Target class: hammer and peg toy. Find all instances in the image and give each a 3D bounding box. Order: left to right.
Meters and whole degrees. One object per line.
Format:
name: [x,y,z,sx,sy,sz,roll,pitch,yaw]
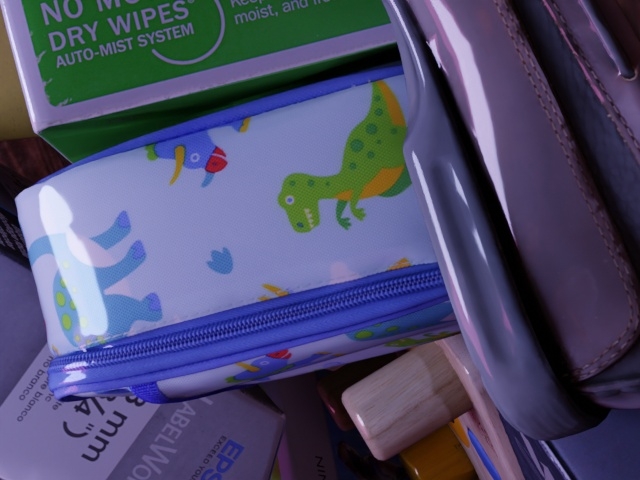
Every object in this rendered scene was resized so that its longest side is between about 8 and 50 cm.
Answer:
hammer and peg toy: [0.047,0.032,0.853,0.266,0.127,0.361,56,174,46]

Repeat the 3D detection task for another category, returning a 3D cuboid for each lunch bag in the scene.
lunch bag: [0.000,0.000,0.604,0.219,0.176,0.090,3,-107,-77]

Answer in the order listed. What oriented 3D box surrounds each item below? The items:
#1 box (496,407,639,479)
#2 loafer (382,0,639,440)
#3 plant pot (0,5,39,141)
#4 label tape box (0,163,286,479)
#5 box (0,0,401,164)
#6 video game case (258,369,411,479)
box: [0.134,0.100,0.514,0.156,0.093,0.158,57,176,39]
loafer: [0.053,-0.084,0.443,0.096,0.084,0.268,-27,-81,-66]
plant pot: [-0.143,-0.156,0.884,0.212,0.212,0.187,-134,37,-73]
label tape box: [-0.133,0.058,0.923,0.333,0.106,0.240,34,-176,-34]
box: [-0.065,-0.151,0.612,0.262,0.126,0.231,153,103,-86]
video game case: [0.061,0.217,1.096,0.269,0.061,0.244,19,-129,-44]
